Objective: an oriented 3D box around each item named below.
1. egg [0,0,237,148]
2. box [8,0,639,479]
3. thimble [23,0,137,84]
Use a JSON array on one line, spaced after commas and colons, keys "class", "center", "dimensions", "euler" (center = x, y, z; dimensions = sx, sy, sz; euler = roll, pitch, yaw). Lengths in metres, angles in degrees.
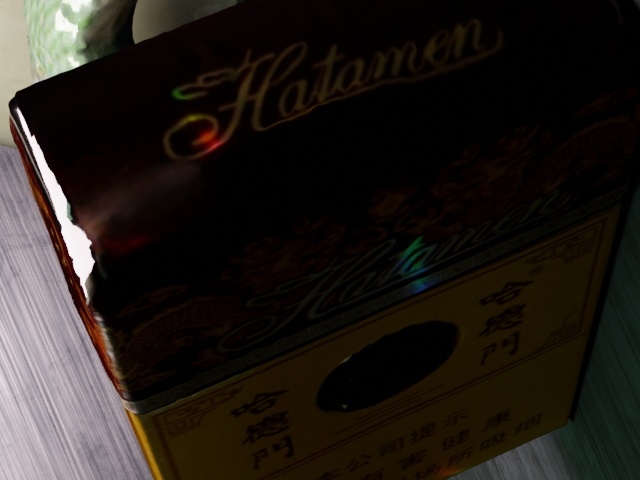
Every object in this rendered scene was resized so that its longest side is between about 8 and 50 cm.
[{"class": "egg", "center": [-0.239, -0.219, 1.323], "dimensions": [0.336, 0.278, 0.278], "euler": [24, 169, -3]}, {"class": "box", "center": [0.011, 0.027, 0.841], "dimensions": [0.415, 0.264, 0.116], "euler": [87, 159, -62]}, {"class": "thimble", "center": [-0.096, -0.150, 1.119], "dimensions": [0.150, 0.219, 0.219], "euler": [46, 157, 59]}]
